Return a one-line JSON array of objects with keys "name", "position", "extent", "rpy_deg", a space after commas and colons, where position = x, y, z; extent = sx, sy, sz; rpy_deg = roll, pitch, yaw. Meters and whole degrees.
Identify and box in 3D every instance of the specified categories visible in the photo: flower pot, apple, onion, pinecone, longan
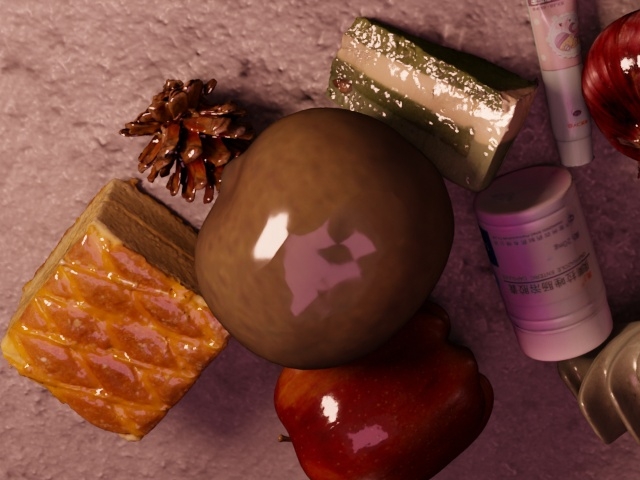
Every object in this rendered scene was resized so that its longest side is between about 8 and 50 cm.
[{"name": "flower pot", "position": [0.536, 0.164, 1.976], "extent": [0.367, 0.254, 0.164], "rpy_deg": [-32, 111, 14]}, {"name": "apple", "position": [0.089, 0.240, 2.004], "extent": [0.317, 0.288, 0.288], "rpy_deg": [-31, 112, 1]}, {"name": "onion", "position": [0.495, -0.231, 1.825], "extent": [0.273, 0.285, 0.273], "rpy_deg": [22, 157, 10]}, {"name": "pinecone", "position": [-0.181, -0.137, 1.891], "extent": [0.195, 0.150, 0.179], "rpy_deg": [34, 145, -27]}, {"name": "longan", "position": [0.000, 0.000, 1.819], "extent": [0.361, 0.361, 0.361], "rpy_deg": [0, 116, 1]}]

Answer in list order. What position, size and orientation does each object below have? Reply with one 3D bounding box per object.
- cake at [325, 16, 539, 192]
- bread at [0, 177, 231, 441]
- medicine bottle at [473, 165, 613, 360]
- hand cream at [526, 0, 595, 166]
[{"name": "cake", "position": [0.150, -0.189, 1.861], "extent": [0.283, 0.172, 0.158], "rpy_deg": [21, 112, -7]}, {"name": "bread", "position": [-0.289, 0.104, 1.985], "extent": [0.279, 0.207, 0.279], "rpy_deg": [38, 112, -17]}, {"name": "medicine bottle", "position": [0.329, 0.035, 1.972], "extent": [0.152, 0.152, 0.254], "rpy_deg": [-17, 113, 9]}, {"name": "hand cream", "position": [0.335, -0.265, 1.886], "extent": [0.085, 0.058, 0.331], "rpy_deg": [-13, 110, 2]}]
